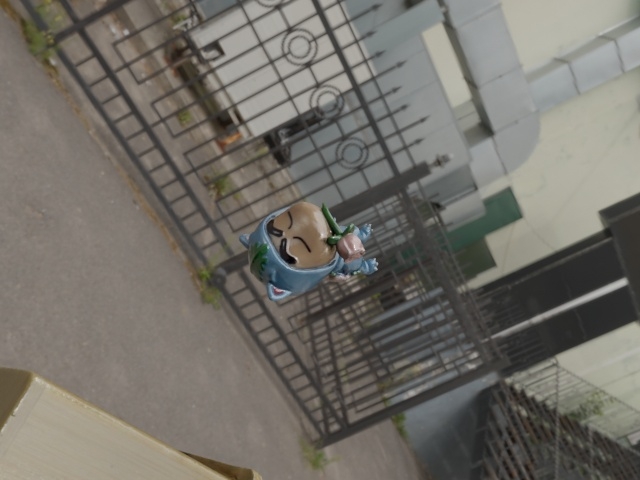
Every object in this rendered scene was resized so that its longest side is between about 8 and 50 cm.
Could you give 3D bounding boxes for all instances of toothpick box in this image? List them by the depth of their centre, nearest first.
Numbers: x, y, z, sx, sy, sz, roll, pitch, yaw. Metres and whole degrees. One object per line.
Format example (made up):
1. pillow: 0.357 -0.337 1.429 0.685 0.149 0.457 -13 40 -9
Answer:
1. toothpick box: -0.252 0.278 0.706 0.308 0.190 0.187 43 58 -32

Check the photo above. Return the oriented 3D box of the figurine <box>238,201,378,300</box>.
1. figurine: 0.003 0.002 0.767 0.178 0.144 0.114 -1 64 -39
